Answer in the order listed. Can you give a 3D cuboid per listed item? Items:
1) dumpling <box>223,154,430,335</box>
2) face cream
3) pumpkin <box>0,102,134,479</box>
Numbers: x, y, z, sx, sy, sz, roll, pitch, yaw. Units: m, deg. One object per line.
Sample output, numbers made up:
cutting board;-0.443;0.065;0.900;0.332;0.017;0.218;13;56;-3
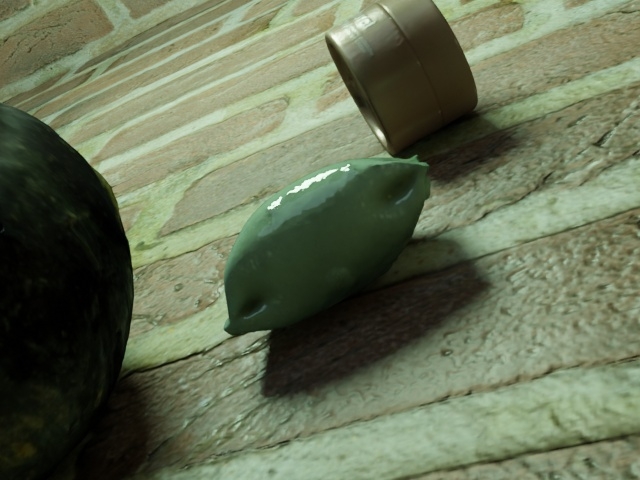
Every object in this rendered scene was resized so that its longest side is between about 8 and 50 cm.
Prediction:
dumpling;0.006;0.006;0.644;0.216;0.149;0.105;-39;66;-4
face cream;0.084;-0.179;0.801;0.104;0.149;0.149;-30;27;2
pumpkin;-0.373;0.064;0.631;0.454;0.344;0.455;-12;46;13
